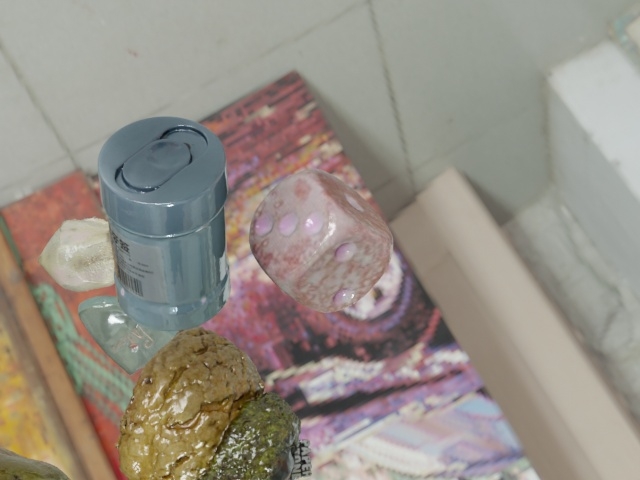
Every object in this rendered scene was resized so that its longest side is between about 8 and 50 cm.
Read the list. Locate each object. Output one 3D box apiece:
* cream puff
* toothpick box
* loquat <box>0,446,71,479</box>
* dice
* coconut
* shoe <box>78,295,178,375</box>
[{"bbox_3d":[-0.090,0.190,1.346,0.183,0.169,0.183,-59,163,-30],"label":"cream puff"},{"bbox_3d":[-0.124,-0.012,1.109,0.101,0.101,0.153,-19,141,-19],"label":"toothpick box"},{"bbox_3d":[-0.498,0.434,2.050,0.283,0.276,0.276,12,154,17],"label":"loquat"},{"bbox_3d":[0.000,0.000,1.191,0.091,0.093,0.094,-49,138,16],"label":"dice"},{"bbox_3d":[-0.354,0.021,2.022,0.124,0.110,0.110,-7,145,-13],"label":"coconut"},{"bbox_3d":[-0.243,0.143,1.861,0.195,0.078,0.079,29,140,-32],"label":"shoe"}]
